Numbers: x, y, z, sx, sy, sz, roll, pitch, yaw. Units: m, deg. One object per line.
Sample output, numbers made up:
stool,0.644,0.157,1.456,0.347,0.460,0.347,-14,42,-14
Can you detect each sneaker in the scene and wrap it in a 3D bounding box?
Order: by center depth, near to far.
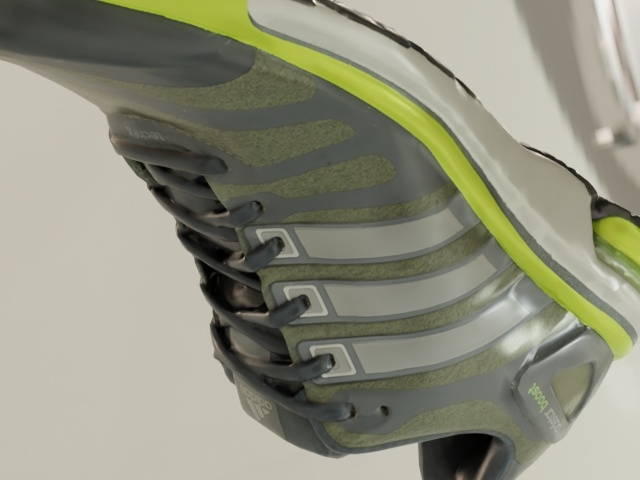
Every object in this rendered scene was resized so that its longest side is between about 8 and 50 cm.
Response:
sneaker,0.000,0.000,0.620,0.300,0.121,0.111,31,-3,-37
